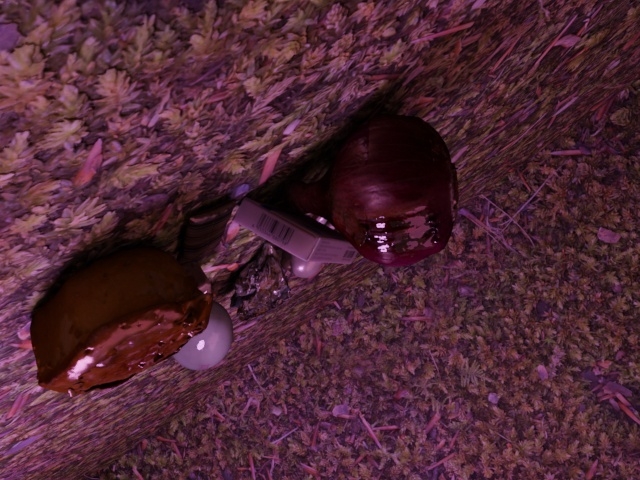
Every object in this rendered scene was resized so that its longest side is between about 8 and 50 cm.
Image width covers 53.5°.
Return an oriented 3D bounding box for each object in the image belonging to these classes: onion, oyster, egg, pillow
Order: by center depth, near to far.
[{"bbox_3d":[-0.244,-0.016,1.350,0.113,0.038,0.203,-26,164,-29],"label":"pillow"},{"bbox_3d":[0.107,-0.106,1.397,0.386,0.347,0.348,-2,173,12],"label":"onion"},{"bbox_3d":[-0.340,0.267,1.817,0.183,0.183,0.264,-25,157,-36],"label":"egg"},{"bbox_3d":[-0.170,0.127,1.840,0.162,0.158,0.351,-40,161,-34],"label":"oyster"}]

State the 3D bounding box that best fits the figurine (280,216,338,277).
[{"bbox_3d":[0.000,0.000,1.824,0.155,0.127,0.235,6,139,-42],"label":"figurine"}]

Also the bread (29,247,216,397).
[{"bbox_3d":[-0.397,0.160,1.261,0.358,0.204,0.337,-37,170,28],"label":"bread"}]

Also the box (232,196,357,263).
[{"bbox_3d":[-0.042,-0.017,1.489,0.065,0.200,0.343,-64,162,6],"label":"box"}]

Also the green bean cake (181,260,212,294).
[{"bbox_3d":[-0.350,0.129,1.514,0.179,0.085,0.109,-33,165,-11],"label":"green bean cake"}]
